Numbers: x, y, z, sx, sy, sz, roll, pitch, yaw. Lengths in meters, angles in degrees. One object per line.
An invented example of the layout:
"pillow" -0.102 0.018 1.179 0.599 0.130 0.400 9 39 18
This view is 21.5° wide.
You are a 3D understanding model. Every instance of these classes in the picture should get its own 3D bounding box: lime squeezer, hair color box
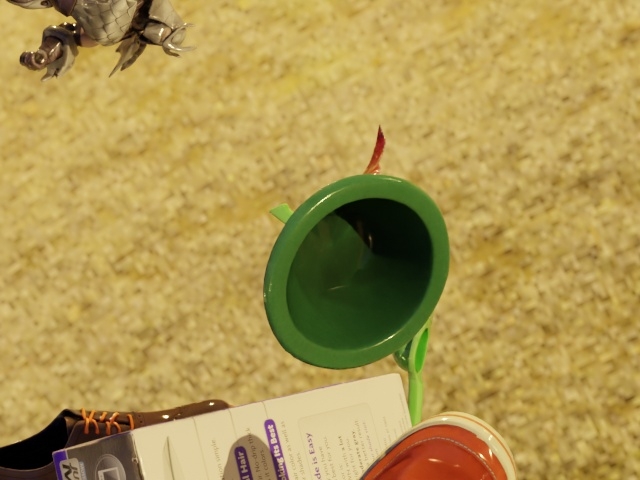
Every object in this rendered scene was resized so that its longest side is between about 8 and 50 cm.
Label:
"lime squeezer" 0.061 0.088 1.638 0.110 0.310 0.059 -24 -4 -2
"hair color box" -0.051 0.230 1.425 0.110 0.185 0.339 -18 -8 38

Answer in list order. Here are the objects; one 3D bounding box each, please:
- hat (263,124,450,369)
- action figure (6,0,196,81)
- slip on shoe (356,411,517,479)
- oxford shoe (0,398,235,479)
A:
"hat" 0.000 0.000 1.478 0.208 0.173 0.183 1 18 -33
"action figure" -0.238 -0.226 1.465 0.185 0.285 0.099 -56 14 38
"slip on shoe" 0.029 0.269 1.174 0.331 0.123 0.101 -56 -6 5
"oxford shoe" -0.212 0.213 1.719 0.271 0.098 0.097 -22 33 -6
